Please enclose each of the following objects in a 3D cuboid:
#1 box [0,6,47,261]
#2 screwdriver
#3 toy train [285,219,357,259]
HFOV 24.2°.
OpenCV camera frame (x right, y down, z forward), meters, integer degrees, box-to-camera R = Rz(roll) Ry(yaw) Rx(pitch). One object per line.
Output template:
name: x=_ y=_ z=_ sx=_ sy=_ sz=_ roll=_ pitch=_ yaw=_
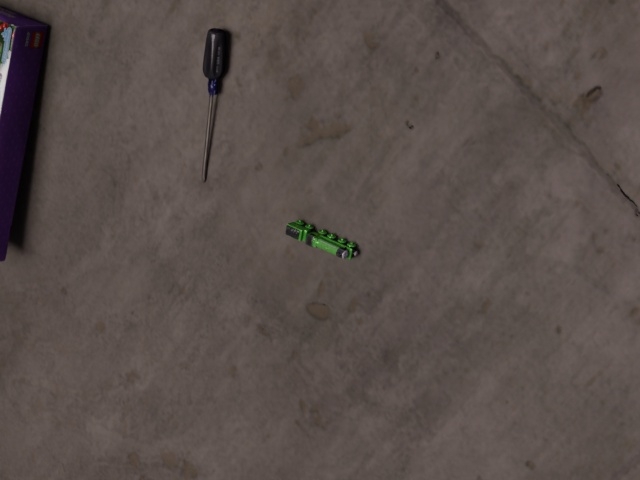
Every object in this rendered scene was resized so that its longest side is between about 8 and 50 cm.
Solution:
box: x=-0.433 y=-0.141 z=1.747 sx=0.201 sy=0.057 sz=0.293 roll=24 pitch=110 yaw=27
screwdriver: x=-0.112 y=-0.139 z=1.551 sx=0.024 sy=0.025 sz=0.170 roll=24 pitch=124 yaw=31
toy train: x=0.000 y=0.000 z=1.487 sx=0.083 sy=0.024 sz=0.017 roll=24 pitch=115 yaw=33
